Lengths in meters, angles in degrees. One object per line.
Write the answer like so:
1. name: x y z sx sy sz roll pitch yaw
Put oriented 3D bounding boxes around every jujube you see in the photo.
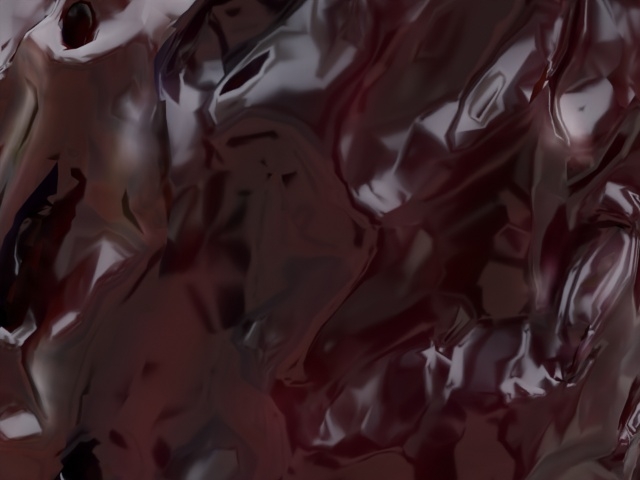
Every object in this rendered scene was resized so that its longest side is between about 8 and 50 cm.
1. jujube: 0.000 0.000 0.469 0.258 0.376 0.258 14 7 -2
